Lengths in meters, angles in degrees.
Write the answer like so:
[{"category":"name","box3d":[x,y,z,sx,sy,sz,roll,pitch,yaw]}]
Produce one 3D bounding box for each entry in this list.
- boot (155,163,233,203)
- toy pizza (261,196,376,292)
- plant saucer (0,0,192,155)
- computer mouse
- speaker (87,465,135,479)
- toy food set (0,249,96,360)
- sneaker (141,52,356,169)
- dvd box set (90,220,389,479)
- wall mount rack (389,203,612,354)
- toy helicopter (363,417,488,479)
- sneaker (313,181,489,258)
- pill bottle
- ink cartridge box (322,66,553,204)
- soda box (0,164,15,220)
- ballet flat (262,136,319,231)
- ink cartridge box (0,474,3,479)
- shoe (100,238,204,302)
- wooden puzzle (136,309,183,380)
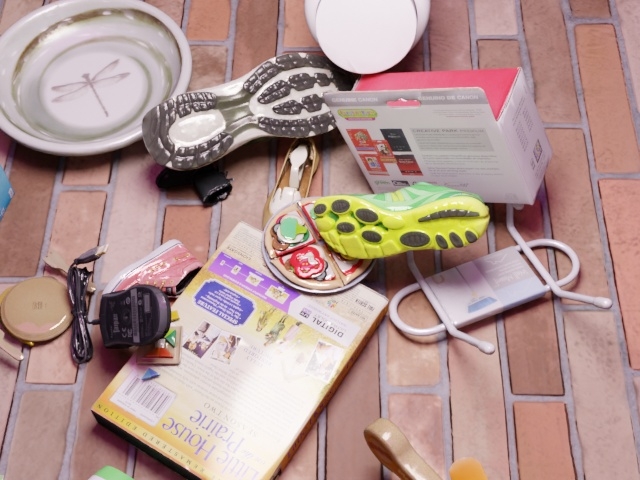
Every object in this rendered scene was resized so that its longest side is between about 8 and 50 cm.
[{"category":"boot","box3d":[-0.228,-0.104,1.772,0.121,0.045,0.099,-27,58,-23]},{"category":"toy pizza","box3d":[0.000,0.000,1.643,0.201,0.032,0.201,1,55,-1]},{"category":"plant saucer","box3d":[-0.443,-0.303,1.867,0.401,0.100,0.400,-1,58,1]},{"category":"computer mouse","box3d":[-0.317,0.090,1.554,0.060,0.262,0.184,4,73,-47]},{"category":"speaker","box3d":[-0.353,0.472,1.363,0.131,0.131,0.296,27,62,17]},{"category":"toy food set","box3d":[-0.484,0.117,1.646,0.132,0.038,0.192,36,59,13]},{"category":"sneaker","box3d":[-0.132,-0.238,1.777,0.410,0.182,0.158,-15,96,-13]},{"category":"dvd box set","box3d":[-0.122,0.194,1.573,0.308,0.062,0.420,27,62,16]},{"category":"wall mount rack","box3d":[0.295,0.075,1.582,0.350,0.130,0.304,-20,47,-11]},{"category":"toy helicopter","box3d":[0.187,0.381,1.349,0.140,0.235,0.355,-36,64,-20]},{"category":"sneaker","box3d":[0.133,-0.034,1.590,0.296,0.109,0.123,1,17,18]},{"category":"pill bottle","box3d":[0.090,-0.460,1.796,0.229,0.229,0.407,3,30,3]},{"category":"ink cartridge box","box3d":[0.199,-0.198,1.631,0.309,0.272,0.130,5,54,34]},{"category":"soda box","box3d":[-0.608,-0.122,1.689,0.071,0.210,0.067,11,58,7]},{"category":"ballet flat","box3d":[-0.056,-0.095,1.747,0.080,0.073,0.232,10,59,5]},{"category":"ink cartridge box","box3d":[-0.607,0.427,1.438,0.235,0.056,0.171,-4,57,1]},{"category":"shoe","box3d":[-0.284,0.073,1.649,0.178,0.063,0.081,-38,60,-25]},{"category":"wooden puzzle","box3d":[-0.258,0.165,1.547,0.079,0.014,0.116,-8,57,-3]}]
